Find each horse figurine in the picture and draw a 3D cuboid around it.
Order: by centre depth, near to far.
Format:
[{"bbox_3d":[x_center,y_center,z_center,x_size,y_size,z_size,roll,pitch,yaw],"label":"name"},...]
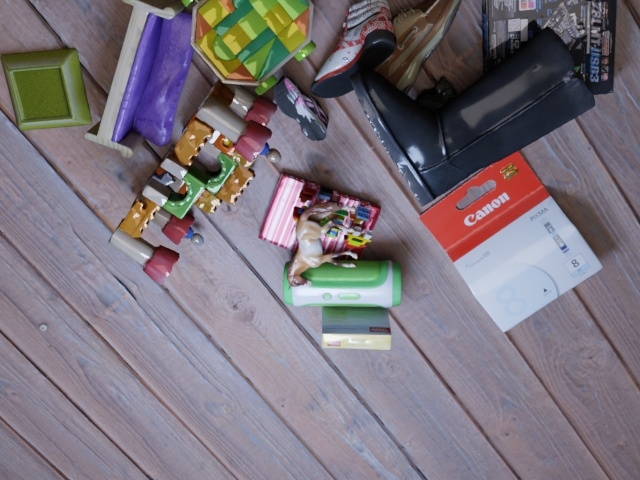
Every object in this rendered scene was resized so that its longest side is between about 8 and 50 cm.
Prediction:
[{"bbox_3d":[0.000,0.000,1.836,0.174,0.066,0.263,-2,129,0],"label":"horse figurine"}]

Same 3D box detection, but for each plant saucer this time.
[{"bbox_3d":[-0.664,-0.357,1.849,0.188,0.045,0.189,-4,113,3],"label":"plant saucer"}]

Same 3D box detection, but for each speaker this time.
[{"bbox_3d":[0.057,0.109,1.966,0.296,0.131,0.131,0,114,4],"label":"speaker"}]

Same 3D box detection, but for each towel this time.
[{"bbox_3d":[-0.002,-0.046,1.983,0.274,0.031,0.199,19,112,-7],"label":"towel"}]

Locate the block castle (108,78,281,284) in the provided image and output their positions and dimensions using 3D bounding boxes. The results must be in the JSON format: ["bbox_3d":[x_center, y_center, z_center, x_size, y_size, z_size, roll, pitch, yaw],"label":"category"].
[{"bbox_3d":[-0.274,-0.138,1.800,0.212,0.303,0.453,34,111,-14],"label":"block castle"}]

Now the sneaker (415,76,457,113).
[{"bbox_3d":[0.332,-0.312,1.832,0.227,0.087,0.130,11,120,2],"label":"sneaker"}]

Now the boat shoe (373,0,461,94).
[{"bbox_3d":[0.211,-0.472,1.749,0.119,0.123,0.324,30,111,-6],"label":"boat shoe"}]

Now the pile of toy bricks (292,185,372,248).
[{"bbox_3d":[0.019,-0.049,1.922,0.212,0.118,0.105,16,146,-19],"label":"pile of toy bricks"}]

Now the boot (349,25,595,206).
[{"bbox_3d":[0.334,-0.327,1.699,0.445,0.146,0.367,-30,120,12],"label":"boot"}]

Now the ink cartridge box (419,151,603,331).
[{"bbox_3d":[0.487,0.006,1.968,0.308,0.091,0.385,-36,109,15],"label":"ink cartridge box"}]

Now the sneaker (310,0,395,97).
[{"bbox_3d":[0.072,-0.447,1.780,0.090,0.145,0.270,13,153,-33],"label":"sneaker"}]

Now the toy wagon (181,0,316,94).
[{"bbox_3d":[-0.125,-0.505,1.699,0.344,0.068,0.267,-41,105,0],"label":"toy wagon"}]

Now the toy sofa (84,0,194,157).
[{"bbox_3d":[-0.401,-0.380,1.779,0.177,0.150,0.363,21,112,-7],"label":"toy sofa"}]

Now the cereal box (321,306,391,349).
[{"bbox_3d":[0.088,0.201,1.974,0.172,0.240,0.048,2,113,1],"label":"cereal box"}]

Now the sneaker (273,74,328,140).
[{"bbox_3d":[-0.043,-0.323,1.839,0.071,0.077,0.178,-15,125,33],"label":"sneaker"}]

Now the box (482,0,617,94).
[{"bbox_3d":[0.524,-0.473,1.768,0.293,0.073,0.296,-6,113,3],"label":"box"}]
